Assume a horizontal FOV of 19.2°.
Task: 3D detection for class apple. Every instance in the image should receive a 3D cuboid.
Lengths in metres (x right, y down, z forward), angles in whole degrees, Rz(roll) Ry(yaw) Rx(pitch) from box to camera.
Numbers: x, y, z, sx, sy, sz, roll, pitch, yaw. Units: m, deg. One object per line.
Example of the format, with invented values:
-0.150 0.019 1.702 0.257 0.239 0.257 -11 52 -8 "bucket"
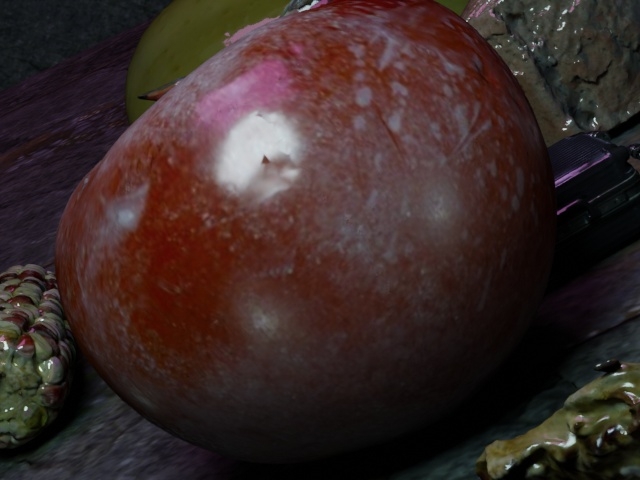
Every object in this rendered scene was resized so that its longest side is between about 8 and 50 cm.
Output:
0.013 -0.141 1.684 0.360 0.312 0.320 -26 60 7 "apple"

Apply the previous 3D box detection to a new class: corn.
-0.220 0.071 1.357 0.092 0.092 0.280 -26 14 0 "corn"

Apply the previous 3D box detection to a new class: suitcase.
0.138 -0.014 1.131 0.126 0.059 0.086 -30 15 -7 "suitcase"

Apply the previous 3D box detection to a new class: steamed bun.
0.182 -0.147 1.329 0.175 0.145 0.106 -39 21 -25 "steamed bun"

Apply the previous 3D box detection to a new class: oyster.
0.224 0.048 0.785 0.345 0.079 0.128 -24 -5 15 "oyster"

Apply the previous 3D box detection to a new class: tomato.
0.000 0.000 0.990 0.270 0.227 0.270 -36 -2 -1 "tomato"
